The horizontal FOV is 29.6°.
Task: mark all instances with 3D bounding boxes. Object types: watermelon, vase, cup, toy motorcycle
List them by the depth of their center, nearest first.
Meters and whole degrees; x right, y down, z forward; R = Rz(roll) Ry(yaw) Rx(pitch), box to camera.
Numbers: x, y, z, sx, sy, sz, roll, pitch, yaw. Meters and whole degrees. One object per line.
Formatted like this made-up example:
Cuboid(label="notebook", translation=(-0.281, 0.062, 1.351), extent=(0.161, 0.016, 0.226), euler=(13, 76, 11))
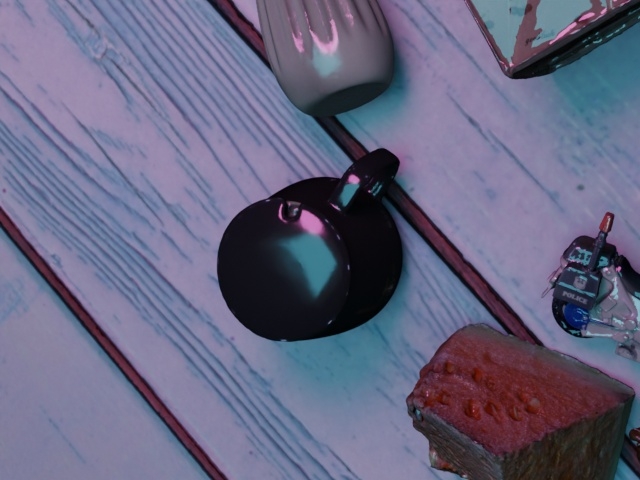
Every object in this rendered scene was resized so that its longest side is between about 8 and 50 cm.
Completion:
Cuboid(label="watermelon", translation=(0.173, 0.183, 1.169), extent=(0.193, 0.256, 0.140), euler=(17, 103, 26))
Cuboid(label="toy motorcycle", translation=(0.331, 0.053, 1.174), extent=(0.221, 0.102, 0.150), euler=(19, 117, 17))
Cuboid(label="vase", translation=(-0.011, -0.257, 1.250), extent=(0.128, 0.128, 0.248), euler=(-23, 80, 22))
Cuboid(label="cup", translation=(0.000, 0.000, 1.252), extent=(0.169, 0.176, 0.223), euler=(37, 110, 16))

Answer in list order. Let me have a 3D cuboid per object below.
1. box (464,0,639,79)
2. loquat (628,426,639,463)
Cuboid(label="box", translation=(0.215, -0.333, 1.114), extent=(0.225, 0.190, 0.297), euler=(-30, 86, 24))
Cuboid(label="loquat", translation=(0.376, 0.208, 1.151), extent=(0.163, 0.163, 0.137), euler=(4, 73, 21))
